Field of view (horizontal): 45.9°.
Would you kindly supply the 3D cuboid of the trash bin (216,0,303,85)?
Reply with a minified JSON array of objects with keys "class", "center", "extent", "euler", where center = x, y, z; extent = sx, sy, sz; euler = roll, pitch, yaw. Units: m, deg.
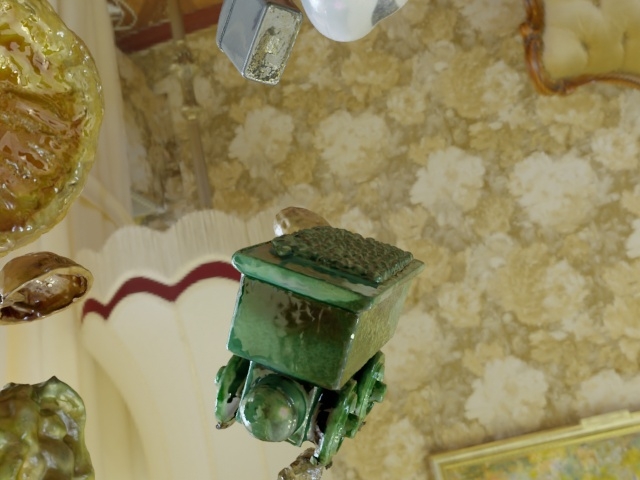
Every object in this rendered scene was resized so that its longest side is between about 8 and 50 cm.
[{"class":"trash bin","center":[-0.126,-0.429,1.514],"extent":[0.101,0.236,0.176],"euler":[11,119,-29]}]

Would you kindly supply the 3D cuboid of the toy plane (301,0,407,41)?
[{"class":"toy plane","center":[0.051,-0.300,0.666],"extent":[0.118,0.252,0.252],"euler":[26,173,18]}]

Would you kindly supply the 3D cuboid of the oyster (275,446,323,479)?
[{"class":"oyster","center":[-0.034,0.257,0.840],"extent":[0.081,0.038,0.083],"euler":[-31,-164,7]}]

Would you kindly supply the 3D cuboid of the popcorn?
[{"class":"popcorn","center":[-0.253,0.189,0.595],"extent":[0.174,0.142,0.173],"euler":[-7,155,-3]}]

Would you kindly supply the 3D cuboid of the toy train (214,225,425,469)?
[{"class":"toy train","center":[-0.003,0.100,0.753],"extent":[0.145,0.201,0.266],"euler":[19,-168,15]}]

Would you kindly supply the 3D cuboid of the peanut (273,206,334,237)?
[{"class":"peanut","center":[0.000,0.000,1.650],"extent":[0.226,0.108,0.095],"euler":[31,120,-10]}]

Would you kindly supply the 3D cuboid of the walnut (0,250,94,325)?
[{"class":"walnut","center":[-0.501,0.073,1.320],"extent":[0.167,0.087,0.211],"euler":[-40,165,8]}]

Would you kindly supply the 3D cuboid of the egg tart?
[{"class":"egg tart","center":[-0.467,-0.163,0.967],"extent":[0.388,0.387,0.169],"euler":[5,-172,-45]}]
